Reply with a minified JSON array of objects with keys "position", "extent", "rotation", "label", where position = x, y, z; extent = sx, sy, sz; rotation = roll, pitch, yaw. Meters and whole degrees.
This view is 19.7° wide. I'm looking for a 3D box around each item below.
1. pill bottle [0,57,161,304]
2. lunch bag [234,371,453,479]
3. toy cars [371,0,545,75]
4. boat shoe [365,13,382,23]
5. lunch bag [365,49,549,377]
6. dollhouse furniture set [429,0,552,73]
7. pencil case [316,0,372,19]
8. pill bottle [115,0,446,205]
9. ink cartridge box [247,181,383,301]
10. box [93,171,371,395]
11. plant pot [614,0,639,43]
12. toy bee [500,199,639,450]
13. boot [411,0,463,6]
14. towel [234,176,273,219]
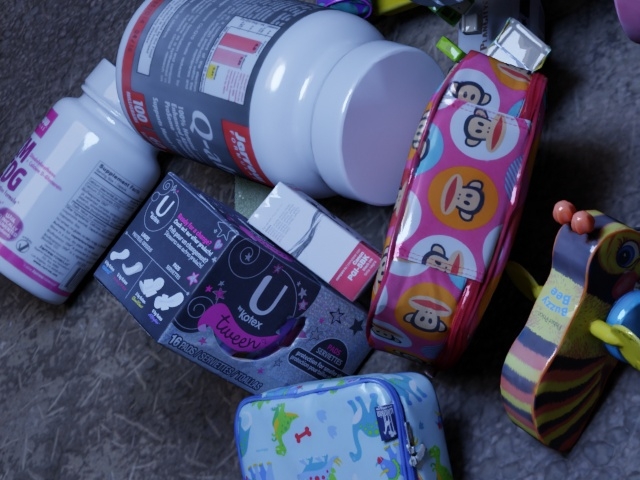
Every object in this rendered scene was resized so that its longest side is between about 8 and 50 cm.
[{"position":[-0.301,-0.076,2.291],"extent":[0.283,0.160,0.160],"rotation":[-52,41,2],"label":"pill bottle"},{"position":[0.023,0.222,1.805],"extent":[0.219,0.090,0.176],"rotation":[-10,89,39],"label":"lunch bag"},{"position":[0.159,-0.282,2.064],"extent":[0.176,0.087,0.393],"rotation":[-54,43,19],"label":"toy cars"},{"position":[0.038,-0.384,2.232],"extent":[0.095,0.095,0.257],"rotation":[-27,48,27],"label":"boat shoe"},{"position":[0.129,-0.020,1.823],"extent":[0.120,0.258,0.293],"rotation":[19,76,3],"label":"lunch bag"},{"position":[0.178,-0.206,1.929],"extent":[0.152,0.058,0.076],"rotation":[44,102,26],"label":"dollhouse furniture set"},{"position":[0.027,-0.325,2.107],"extent":[0.070,0.064,0.151],"rotation":[-20,62,39],"label":"pencil case"},{"position":[-0.043,-0.164,2.042],"extent":[0.363,0.210,0.210],"rotation":[20,78,44],"label":"pill bottle"},{"position":[0.000,0.000,1.898],"extent":[0.135,0.099,0.056],"rotation":[37,94,4],"label":"ink cartridge box"},{"position":[-0.080,0.063,1.921],"extent":[0.142,0.247,0.163],"rotation":[-55,41,4],"label":"box"},{"position":[0.396,-0.286,1.775],"extent":[0.180,0.201,0.201],"rotation":[6,67,28],"label":"plant pot"},{"position":[0.244,0.037,1.709],"extent":[0.195,0.162,0.298],"rotation":[3,66,46],"label":"toy bee"},{"position":[0.235,-0.383,1.895],"extent":[0.348,0.131,0.260],"rotation":[-37,1,29],"label":"boot"},{"position":[-0.058,-0.065,2.159],"extent":[0.110,0.027,0.148],"rotation":[-25,49,30],"label":"towel"}]
